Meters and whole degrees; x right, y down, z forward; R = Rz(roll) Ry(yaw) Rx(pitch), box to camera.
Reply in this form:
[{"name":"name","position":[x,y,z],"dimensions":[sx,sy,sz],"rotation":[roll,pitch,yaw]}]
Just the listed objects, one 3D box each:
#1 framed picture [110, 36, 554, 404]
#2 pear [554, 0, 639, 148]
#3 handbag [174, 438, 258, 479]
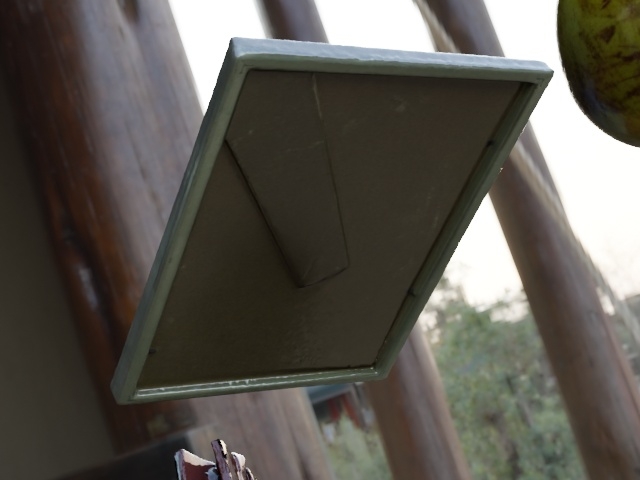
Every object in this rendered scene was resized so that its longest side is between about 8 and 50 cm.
[{"name":"framed picture","position":[0.000,0.000,0.803],"dimensions":[0.240,0.020,0.324],"rotation":[-2,-45,-28]},{"name":"pear","position":[0.396,-0.244,1.322],"dimensions":[0.283,0.283,0.283],"rotation":[-19,-9,-3]},{"name":"handbag","position":[-0.083,0.387,1.281],"dimensions":[0.084,0.275,0.260],"rotation":[-17,-36,6]}]
